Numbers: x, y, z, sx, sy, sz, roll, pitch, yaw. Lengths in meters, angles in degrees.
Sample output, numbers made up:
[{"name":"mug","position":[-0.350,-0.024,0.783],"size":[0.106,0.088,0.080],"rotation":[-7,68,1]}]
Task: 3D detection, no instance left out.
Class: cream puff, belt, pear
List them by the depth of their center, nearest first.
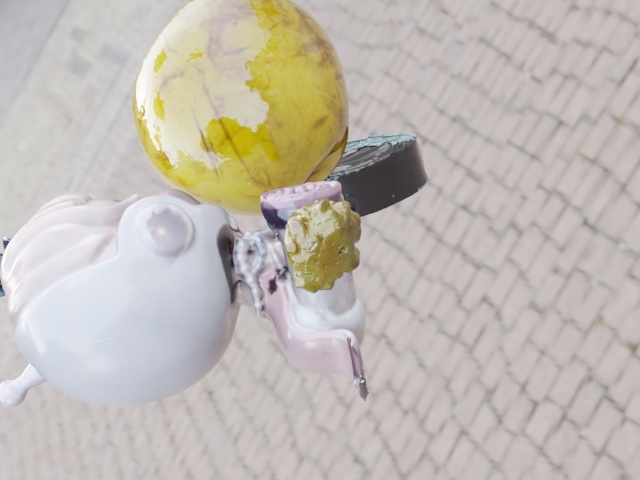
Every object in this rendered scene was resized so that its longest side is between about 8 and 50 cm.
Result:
[{"name":"cream puff","position":[0.000,0.000,1.342],"size":[0.083,0.083,0.058],"rotation":[-42,43,6]},{"name":"pear","position":[-0.094,-0.165,1.903],"size":[0.281,0.281,0.281],"rotation":[-50,22,29]},{"name":"belt","position":[0.052,-0.084,2.107],"size":[0.198,0.078,0.151],"rotation":[-24,18,-20]}]

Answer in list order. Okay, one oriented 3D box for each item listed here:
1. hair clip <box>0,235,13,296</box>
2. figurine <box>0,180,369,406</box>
[{"name":"hair clip","position":[-0.378,0.036,2.077],"size":[0.083,0.048,0.275],"rotation":[-60,-9,4]},{"name":"figurine","position":[-0.134,0.049,1.510],"size":[0.253,0.361,0.211],"rotation":[85,-174,-53]}]
